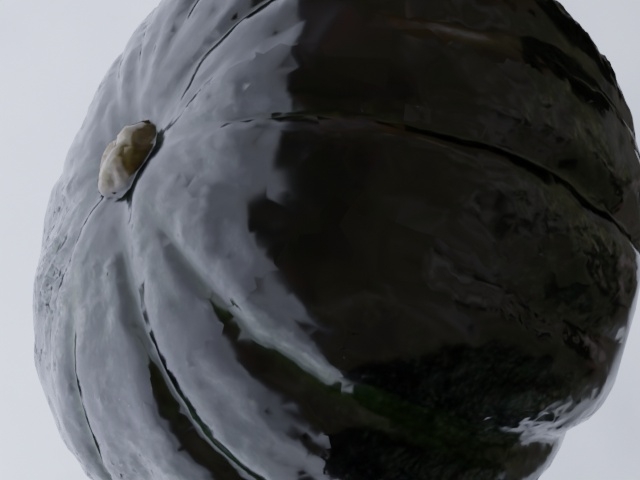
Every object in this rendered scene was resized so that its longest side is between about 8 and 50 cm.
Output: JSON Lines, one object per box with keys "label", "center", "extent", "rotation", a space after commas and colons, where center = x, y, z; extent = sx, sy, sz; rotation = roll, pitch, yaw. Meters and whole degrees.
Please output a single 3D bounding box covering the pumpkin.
{"label": "pumpkin", "center": [0.000, 0.000, 0.419], "extent": [0.162, 0.220, 0.221], "rotation": [22, -126, -34]}
